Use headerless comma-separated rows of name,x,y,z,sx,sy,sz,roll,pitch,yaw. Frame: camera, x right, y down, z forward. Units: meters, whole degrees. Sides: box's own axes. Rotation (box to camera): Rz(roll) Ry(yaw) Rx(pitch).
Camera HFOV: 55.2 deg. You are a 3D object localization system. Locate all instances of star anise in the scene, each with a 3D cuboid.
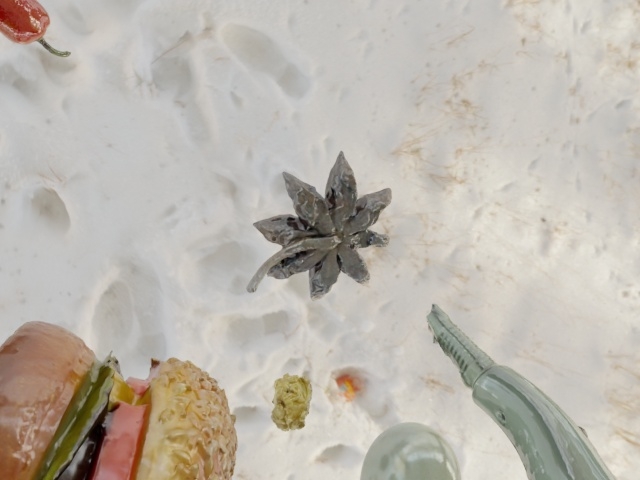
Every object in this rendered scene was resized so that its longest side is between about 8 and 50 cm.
star anise,0.000,0.000,0.883,0.262,0.081,0.230,-36,122,-2

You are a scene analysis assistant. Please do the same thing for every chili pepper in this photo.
chili pepper,-0.420,-0.311,0.764,0.272,0.063,0.071,36,52,-52

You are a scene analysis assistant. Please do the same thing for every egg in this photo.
egg,0.131,0.374,0.899,0.151,0.151,0.209,24,63,-28

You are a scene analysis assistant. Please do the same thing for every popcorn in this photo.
popcorn,-0.041,0.231,0.869,0.057,0.082,0.083,9,115,-4

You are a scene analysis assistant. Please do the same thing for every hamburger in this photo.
hamburger,-0.216,0.249,0.541,0.250,0.330,0.329,25,88,-12

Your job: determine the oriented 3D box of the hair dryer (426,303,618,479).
hair dryer,0.181,0.118,0.285,0.229,0.267,0.092,1,126,-3
